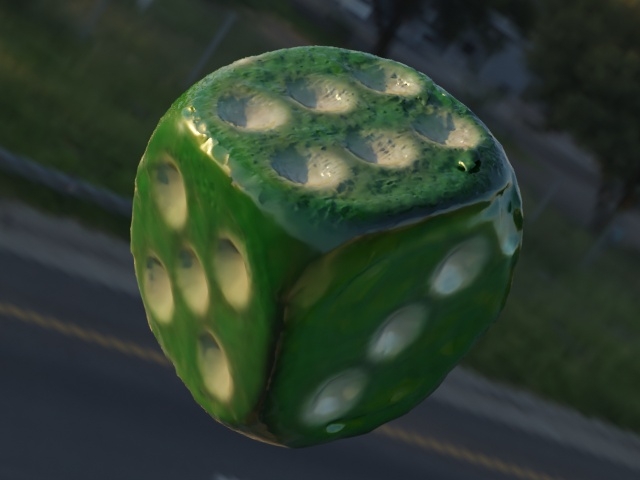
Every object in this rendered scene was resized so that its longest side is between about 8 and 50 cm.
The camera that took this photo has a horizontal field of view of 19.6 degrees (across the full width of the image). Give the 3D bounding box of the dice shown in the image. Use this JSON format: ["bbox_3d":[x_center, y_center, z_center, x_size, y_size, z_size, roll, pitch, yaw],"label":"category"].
[{"bbox_3d":[0.000,0.000,1.801,0.297,0.300,0.287,-17,48,-30],"label":"dice"}]
